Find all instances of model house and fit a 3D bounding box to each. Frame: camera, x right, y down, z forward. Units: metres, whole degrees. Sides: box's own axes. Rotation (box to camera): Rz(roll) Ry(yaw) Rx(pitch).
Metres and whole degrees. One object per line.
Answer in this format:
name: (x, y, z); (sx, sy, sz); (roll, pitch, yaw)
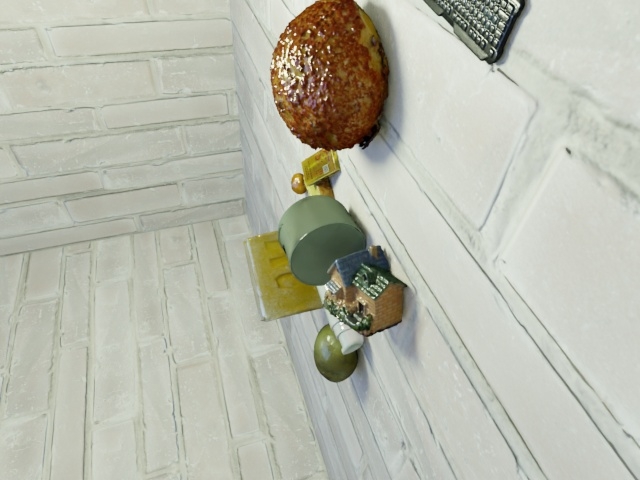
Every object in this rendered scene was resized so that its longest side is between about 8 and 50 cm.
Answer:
model house: (0.112, 0.108, 1.069); (0.183, 0.166, 0.172); (38, 135, 50)

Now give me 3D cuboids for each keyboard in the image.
keyboard: (0.205, -0.369, 0.637); (0.106, 0.016, 0.262); (99, 155, -52)

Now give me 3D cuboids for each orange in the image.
orange: (-0.087, -0.224, 1.715); (0.086, 0.062, 0.086); (166, 90, -73)

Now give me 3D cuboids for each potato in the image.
potato: (0.051, 0.399, 1.504); (0.174, 0.159, 0.251); (-77, -1, -45)

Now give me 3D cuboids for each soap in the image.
soap: (-0.119, 0.117, 1.646); (0.156, 0.293, 0.335); (158, 102, -71)

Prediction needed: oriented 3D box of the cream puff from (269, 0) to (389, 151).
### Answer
cream puff: (0.002, -0.367, 0.986); (0.350, 0.228, 0.350); (171, 90, -73)

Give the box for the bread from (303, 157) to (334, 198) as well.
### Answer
bread: (-0.008, -0.185, 1.454); (0.103, 0.065, 0.187); (113, 139, -62)

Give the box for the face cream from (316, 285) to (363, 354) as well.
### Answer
face cream: (0.055, 0.202, 1.435); (0.102, 0.102, 0.346); (100, 153, -53)

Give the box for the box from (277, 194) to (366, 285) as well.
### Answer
box: (0.000, 0.000, 1.248); (0.149, 0.226, 0.226); (-119, 23, -48)

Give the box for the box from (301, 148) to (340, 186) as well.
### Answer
box: (-0.001, -0.235, 1.359); (0.156, 0.022, 0.089); (-22, 80, 49)
